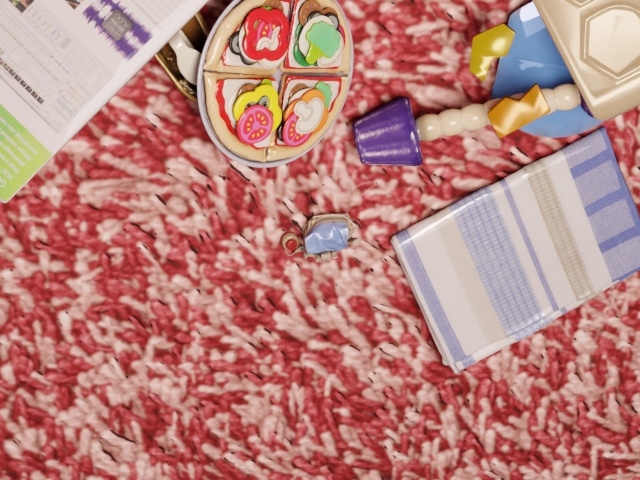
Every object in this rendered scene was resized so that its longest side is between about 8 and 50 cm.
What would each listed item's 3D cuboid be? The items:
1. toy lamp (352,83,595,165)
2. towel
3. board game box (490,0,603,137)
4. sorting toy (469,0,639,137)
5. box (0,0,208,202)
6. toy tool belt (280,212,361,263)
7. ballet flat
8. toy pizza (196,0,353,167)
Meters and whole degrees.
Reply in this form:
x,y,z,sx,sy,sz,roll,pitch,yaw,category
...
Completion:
x,y,z,sx,sy,sz,roll,pitch,yaw,category
0.172,-0.136,1.723,0.274,0.080,0.080,-14,121,4,toy lamp
0.237,0.013,1.866,0.285,0.034,0.209,-28,119,-2,towel
0.259,-0.196,1.756,0.133,0.033,0.169,7,118,-6,board game box
0.286,-0.245,1.649,0.307,0.041,0.229,-27,98,12,sorting toy
-0.273,-0.227,1.534,0.322,0.058,0.232,-43,98,8,box
0.000,0.000,1.780,0.083,0.051,0.052,-16,121,-6,toy tool belt
-0.154,-0.227,1.600,0.080,0.073,0.232,-33,121,6,ballet flat
-0.039,-0.170,1.642,0.201,0.032,0.201,-16,117,-35,toy pizza
